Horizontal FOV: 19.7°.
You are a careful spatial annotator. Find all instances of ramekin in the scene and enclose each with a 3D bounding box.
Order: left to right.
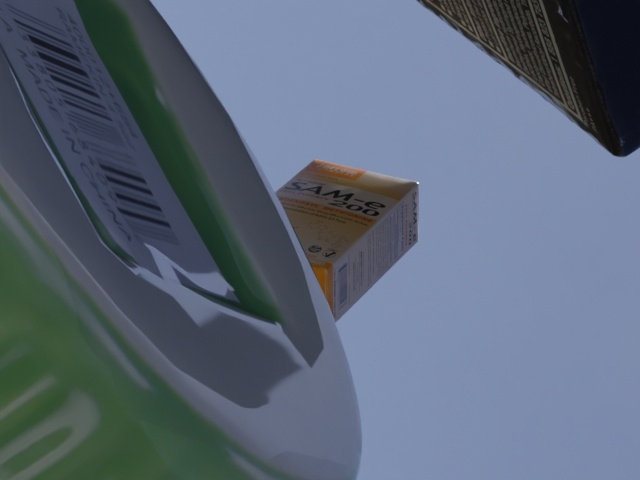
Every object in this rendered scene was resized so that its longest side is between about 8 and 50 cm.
[{"bbox_3d":[-0.117,0.000,0.552,0.303,0.148,0.303,54,12,-17],"label":"ramekin"}]

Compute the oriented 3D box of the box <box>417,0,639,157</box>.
[{"bbox_3d":[0.091,-0.253,0.899,0.294,0.183,0.296,43,-15,44],"label":"box"}]

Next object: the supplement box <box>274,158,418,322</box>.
[{"bbox_3d":[0.000,0.000,0.902,0.062,0.098,0.036,14,-58,25],"label":"supplement box"}]
